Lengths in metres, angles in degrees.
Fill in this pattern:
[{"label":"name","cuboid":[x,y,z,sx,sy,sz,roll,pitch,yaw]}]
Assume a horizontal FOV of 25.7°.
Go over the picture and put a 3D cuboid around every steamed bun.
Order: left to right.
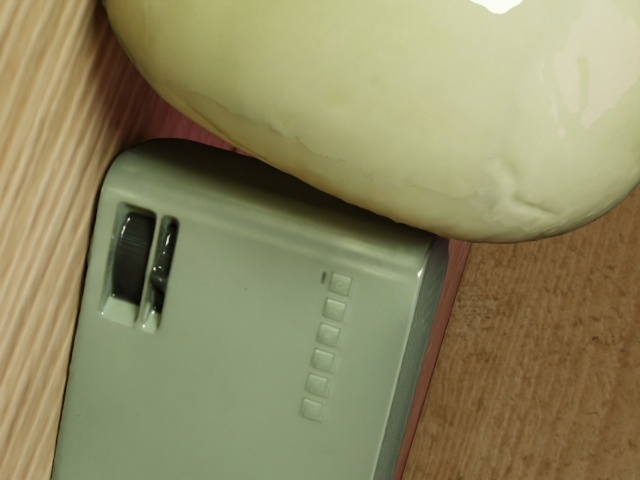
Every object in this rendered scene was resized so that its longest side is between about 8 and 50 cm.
[{"label":"steamed bun","cuboid":[0.068,-0.157,0.770,0.334,0.312,0.233,-64,179,-65]}]

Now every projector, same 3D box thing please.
[{"label":"projector","cuboid":[-0.045,0.081,0.862,0.108,0.198,0.250,-42,146,-69]}]
